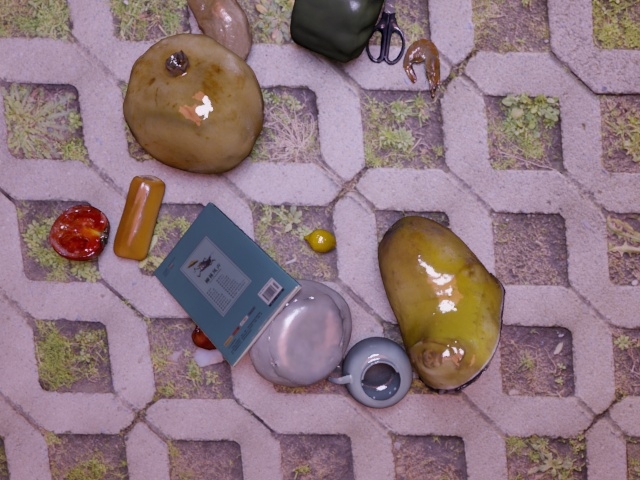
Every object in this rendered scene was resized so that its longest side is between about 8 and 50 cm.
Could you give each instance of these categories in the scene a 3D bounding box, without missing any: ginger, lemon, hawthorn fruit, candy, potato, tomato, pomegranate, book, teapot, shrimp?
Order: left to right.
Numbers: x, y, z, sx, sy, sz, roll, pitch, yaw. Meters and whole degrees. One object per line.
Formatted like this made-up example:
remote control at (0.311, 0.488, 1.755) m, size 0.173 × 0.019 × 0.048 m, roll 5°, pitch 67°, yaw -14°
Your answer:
tomato at (-0.644, -0.011, 1.161) m, size 0.139 × 0.091 × 0.159 m, roll 9°, pitch 66°, yaw -10°
pomegranate at (-0.303, -0.322, 1.038) m, size 0.333 × 0.332 × 0.332 m, roll 0°, pitch 93°, yaw -1°
hawthorn fruit at (-0.306, 0.267, 1.188) m, size 0.093 × 0.081 × 0.081 m, roll 38°, pitch 92°, yaw -32°
ginger at (-0.264, -0.570, 1.110) m, size 0.152 × 0.138 × 0.267 m, roll -14°, pitch 98°, yaw 5°
book at (-0.258, 0.100, 1.112) m, size 0.379 × 0.031 × 0.264 m, roll 41°, pitch 92°, yaw 26°
candy at (-0.059, 0.243, 1.132) m, size 0.295 × 0.185 × 0.295 m, roll 2°, pitch 81°, yaw -10°
lemon at (0.000, 0.000, 1.177) m, size 0.092 × 0.065 × 0.065 m, roll 14°, pitch 93°, yaw 0°
teapot at (0.156, 0.363, 1.165) m, size 0.294 × 0.129 × 0.193 m, roll -2°, pitch 92°, yaw -1°
potato at (0.245, 0.125, 1.052) m, size 0.296 × 0.290 × 0.397 m, roll 43°, pitch 51°, yaw -9°
shrimp at (0.278, -0.466, 1.165) m, size 0.095 × 0.045 × 0.162 m, roll -8°, pitch 95°, yaw 0°

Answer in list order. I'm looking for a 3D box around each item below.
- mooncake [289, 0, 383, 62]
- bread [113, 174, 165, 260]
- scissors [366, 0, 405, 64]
mooncake at (0.068, -0.614, 1.005) m, size 0.194 × 0.356 × 0.356 m, roll 21°, pitch 93°, yaw -7°
bread at (-0.498, -0.064, 1.166) m, size 0.093 × 0.074 × 0.239 m, roll 16°, pitch 92°, yaw 4°
scissors at (0.188, -0.636, 1.167) m, size 0.109 × 0.022 × 0.300 m, roll 5°, pitch 92°, yaw -4°
